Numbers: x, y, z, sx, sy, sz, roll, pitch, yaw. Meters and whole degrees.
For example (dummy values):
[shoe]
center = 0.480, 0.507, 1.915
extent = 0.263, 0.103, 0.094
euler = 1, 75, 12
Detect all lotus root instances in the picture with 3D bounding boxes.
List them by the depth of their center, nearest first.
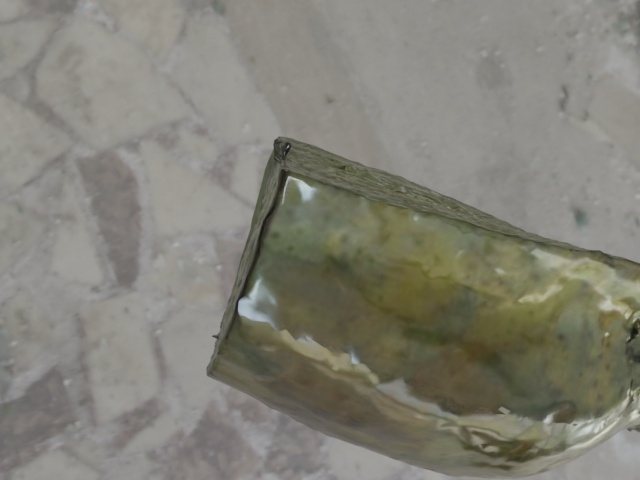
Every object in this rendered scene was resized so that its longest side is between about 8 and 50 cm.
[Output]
[lotus root]
center = 0.078, 0.046, 0.724
extent = 0.260, 0.267, 0.149
euler = 19, 97, -5
